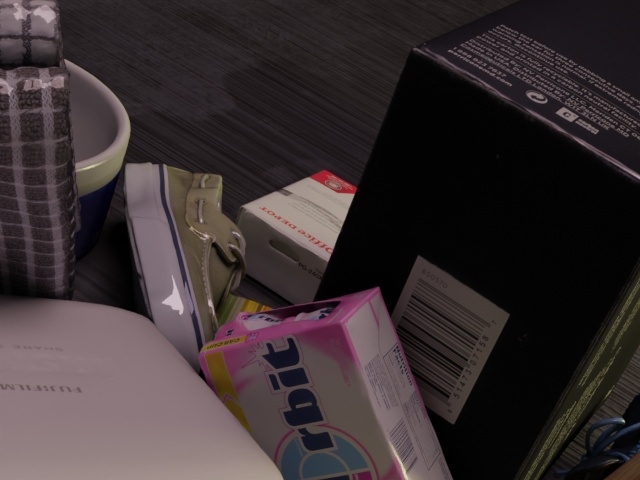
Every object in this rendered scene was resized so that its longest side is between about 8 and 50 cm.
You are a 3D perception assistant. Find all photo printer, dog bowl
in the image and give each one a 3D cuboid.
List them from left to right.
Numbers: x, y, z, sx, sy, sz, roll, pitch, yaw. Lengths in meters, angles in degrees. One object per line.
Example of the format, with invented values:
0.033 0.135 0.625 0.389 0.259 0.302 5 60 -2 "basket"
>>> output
-0.302 -0.082 1.026 0.264 0.104 0.265 15 28 -8 "dog bowl"
-0.169 0.124 0.669 0.256 0.107 0.307 7 15 -28 "photo printer"

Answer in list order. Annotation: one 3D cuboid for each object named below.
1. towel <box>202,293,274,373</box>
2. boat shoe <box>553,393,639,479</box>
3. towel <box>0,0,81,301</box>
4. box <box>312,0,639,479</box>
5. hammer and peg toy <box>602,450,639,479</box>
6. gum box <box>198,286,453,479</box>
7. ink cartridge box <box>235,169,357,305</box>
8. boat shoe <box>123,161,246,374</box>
0.010 0.115 0.977 0.237 0.021 0.102 22 34 1 "towel"
0.224 0.186 0.898 0.089 0.109 0.258 20 26 7 "boat shoe"
-0.270 -0.032 0.764 0.235 0.284 0.121 -6 64 -12 "towel"
0.149 0.015 0.866 0.179 0.343 0.312 34 34 19 "box"
0.140 0.258 0.545 0.127 0.266 0.361 15 24 -43 "hammer and peg toy"
0.009 0.125 0.751 0.107 0.188 0.062 -16 10 29 "gum box"
0.000 0.000 1.122 0.109 0.063 0.150 32 31 20 "ink cartridge box"
-0.107 0.007 0.969 0.094 0.109 0.302 -6 29 -9 "boat shoe"
